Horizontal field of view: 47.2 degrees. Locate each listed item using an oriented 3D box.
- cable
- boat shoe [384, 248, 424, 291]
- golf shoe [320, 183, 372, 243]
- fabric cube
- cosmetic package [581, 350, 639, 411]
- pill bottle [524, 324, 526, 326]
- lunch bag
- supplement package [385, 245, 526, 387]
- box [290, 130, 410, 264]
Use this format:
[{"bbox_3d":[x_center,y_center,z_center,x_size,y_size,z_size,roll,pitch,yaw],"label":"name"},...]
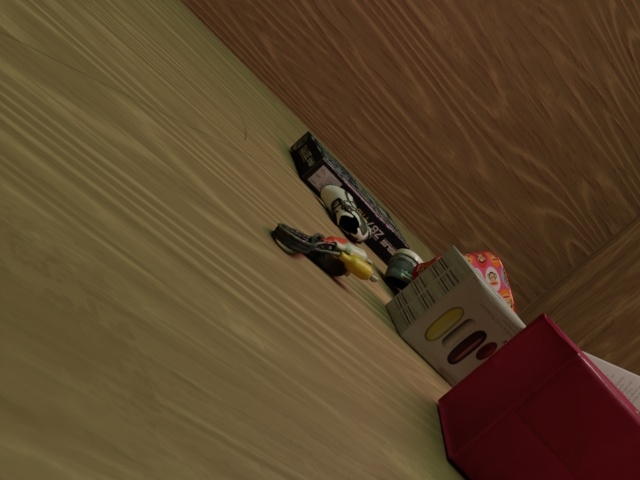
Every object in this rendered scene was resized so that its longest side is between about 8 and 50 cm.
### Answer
[{"bbox_3d":[0.000,0.000,1.356,0.139,0.072,0.287,48,8,37],"label":"cable"},{"bbox_3d":[0.278,0.170,1.943,0.319,0.116,0.099,52,51,-16],"label":"boat shoe"},{"bbox_3d":[0.061,-0.081,1.951,0.198,0.077,0.094,50,10,20],"label":"golf shoe"},{"bbox_3d":[0.377,0.316,1.190,0.258,0.259,0.254,47,10,-2],"label":"fabric cube"},{"bbox_3d":[0.689,0.423,1.827,0.453,0.161,0.230,24,-31,51],"label":"cosmetic package"},{"bbox_3d":[0.622,0.331,2.510,0.301,0.169,0.169,36,15,-51],"label":"pill bottle"},{"bbox_3d":[0.379,0.163,1.866,0.293,0.120,0.258,0,69,-44],"label":"lunch bag"},{"bbox_3d":[0.289,0.164,1.582,0.194,0.203,0.149,44,11,-20],"label":"supplement package"},{"bbox_3d":[0.085,-0.134,2.219,0.395,0.097,0.318,44,12,-23],"label":"box"}]
